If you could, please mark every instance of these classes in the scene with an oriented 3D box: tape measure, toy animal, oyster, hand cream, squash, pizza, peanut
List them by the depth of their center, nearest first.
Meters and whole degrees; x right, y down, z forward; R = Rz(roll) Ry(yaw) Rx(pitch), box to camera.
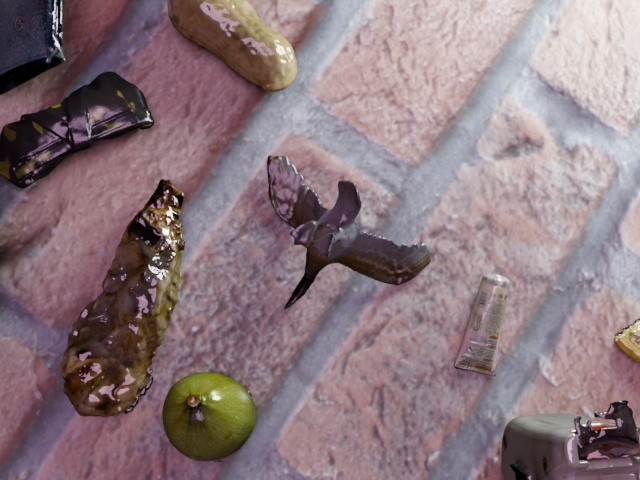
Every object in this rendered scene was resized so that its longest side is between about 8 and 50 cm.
[{"bbox_3d":[0.310,0.327,0.974,0.130,0.258,0.265,-2,82,-5],"label":"tape measure"},{"bbox_3d":[-0.143,0.221,1.010,0.123,0.186,0.123,1,75,-2],"label":"squash"},{"bbox_3d":[-0.005,0.002,1.075,0.272,0.160,0.197,36,84,10],"label":"toy animal"},{"bbox_3d":[-0.263,0.076,1.083,0.129,0.078,0.345,18,84,8],"label":"oyster"},{"bbox_3d":[0.235,0.118,1.118,0.061,0.039,0.143,14,90,-7],"label":"hand cream"},{"bbox_3d":[0.503,0.147,1.122,0.160,0.036,0.099,22,81,0],"label":"pizza"},{"bbox_3d":[-0.123,-0.294,1.130,0.214,0.099,0.099,41,82,5],"label":"peanut"}]

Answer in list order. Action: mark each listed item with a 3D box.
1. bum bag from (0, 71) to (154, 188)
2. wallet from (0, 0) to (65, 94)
[{"bbox_3d":[-0.355,-0.156,1.114,0.232,0.060,0.106,-27,75,-8],"label":"bum bag"},{"bbox_3d":[-0.416,-0.403,1.097,0.191,0.046,0.379,-10,77,41],"label":"wallet"}]
